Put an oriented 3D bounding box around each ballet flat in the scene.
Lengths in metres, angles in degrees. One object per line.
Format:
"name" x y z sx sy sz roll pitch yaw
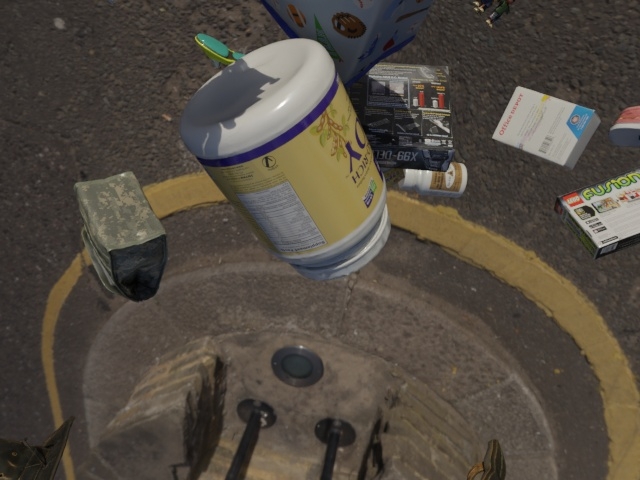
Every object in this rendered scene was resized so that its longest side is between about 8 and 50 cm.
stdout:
"ballet flat" -0.306 -0.594 1.515 0.231 0.077 0.077 17 136 -22

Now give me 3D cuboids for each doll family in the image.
"doll family" 0.448 -0.661 1.213 0.111 0.193 0.076 -46 58 21

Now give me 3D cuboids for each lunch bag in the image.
"lunch bag" -0.514 0.007 1.201 0.235 0.169 0.287 54 147 25
"lunch bag" -0.006 -0.476 0.677 0.239 0.328 0.385 -39 88 -14

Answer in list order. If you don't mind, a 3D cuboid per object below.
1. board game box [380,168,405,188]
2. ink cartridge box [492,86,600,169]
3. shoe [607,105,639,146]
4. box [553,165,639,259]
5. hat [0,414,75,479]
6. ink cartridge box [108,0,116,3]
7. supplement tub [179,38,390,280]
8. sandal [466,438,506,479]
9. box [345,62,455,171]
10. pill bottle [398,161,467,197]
"board game box" 0.094 -0.145 1.180 0.243 0.165 0.042 -33 64 3
"ink cartridge box" 0.691 -0.343 1.416 0.233 0.168 0.171 34 112 30
"shoe" 0.659 -0.216 0.876 0.178 0.081 0.063 18 149 40
"box" 0.501 -0.057 0.727 0.207 0.114 0.036 -20 142 2
"hat" -0.565 0.435 0.783 0.134 0.331 0.331 38 119 -23
"ink cartridge box" -0.361 -0.531 0.856 0.063 0.109 0.150 45 151 -22
"supplement tub" -0.035 -0.113 0.738 0.241 0.241 0.331 -16 134 19
"sandal" 0.323 0.475 0.914 0.060 0.219 0.089 -13 99 29
"box" 0.122 -0.274 0.990 0.308 0.242 0.076 3 151 2
"pill bottle" 0.415 -0.233 1.718 0.230 0.131 0.131 4 120 -6
